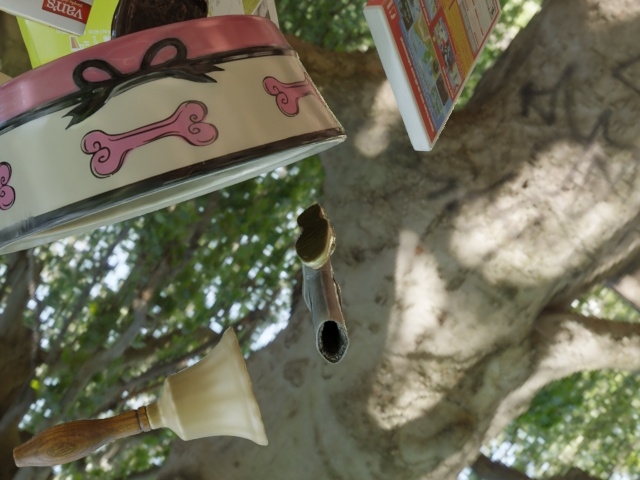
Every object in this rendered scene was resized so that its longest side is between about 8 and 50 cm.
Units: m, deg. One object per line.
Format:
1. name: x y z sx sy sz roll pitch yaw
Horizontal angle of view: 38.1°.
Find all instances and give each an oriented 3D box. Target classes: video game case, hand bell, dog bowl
1. video game case: 0.146 -0.278 1.124 0.025 0.285 0.204 4 138 32
2. hand bell: -0.186 0.181 0.927 0.126 0.242 0.126 164 90 -81
3. dog bowl: -0.185 -0.115 1.003 0.408 0.408 0.150 -30 -79 -75

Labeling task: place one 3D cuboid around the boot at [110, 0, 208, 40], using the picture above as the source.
1. boot: -0.239 -0.249 1.144 0.096 0.280 0.264 23 -124 -26

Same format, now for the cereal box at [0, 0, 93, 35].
1. cereal box: -0.363 -0.411 1.220 0.173 0.240 0.047 16 -177 -22

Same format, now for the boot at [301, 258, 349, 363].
1. boot: 0.015 0.132 1.614 0.208 0.076 0.190 -112 2 -48

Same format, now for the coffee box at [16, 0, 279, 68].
1. coffee box: -0.291 -0.393 1.624 0.337 0.338 0.334 4 -143 17

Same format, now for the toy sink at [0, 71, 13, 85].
1. toy sink: -0.772 -0.282 2.089 0.152 0.234 0.131 27 -125 2

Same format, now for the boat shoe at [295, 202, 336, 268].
1. boat shoe: -0.002 0.001 1.250 0.048 0.056 0.153 52 -171 -22
